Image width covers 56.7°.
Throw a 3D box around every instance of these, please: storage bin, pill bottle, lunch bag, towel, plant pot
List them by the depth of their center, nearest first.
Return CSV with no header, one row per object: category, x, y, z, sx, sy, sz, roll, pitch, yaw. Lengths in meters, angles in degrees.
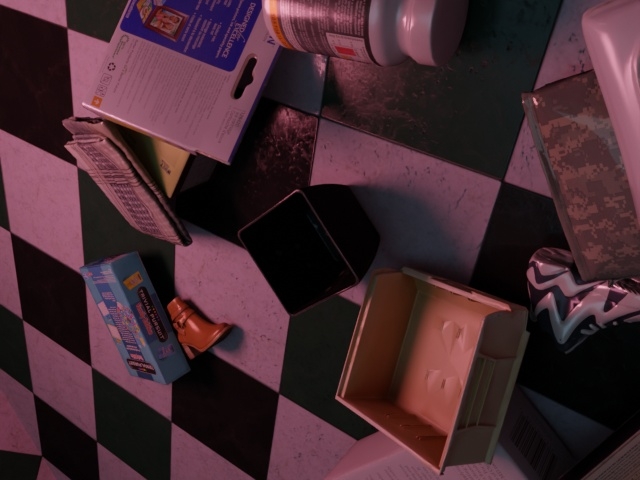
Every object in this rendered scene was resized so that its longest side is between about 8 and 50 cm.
lunch bag,0.423,-0.092,0.751,0.235,0.169,0.287,-13,99,37
pill bottle,0.065,-0.348,0.883,0.278,0.162,0.162,20,122,27
storage bin,0.179,0.195,0.980,0.262,0.123,0.260,20,97,54
plant pot,0.000,0.000,1.092,0.187,0.167,0.188,-31,91,41
towel,-0.435,-0.127,1.292,0.312,0.056,0.324,16,141,53

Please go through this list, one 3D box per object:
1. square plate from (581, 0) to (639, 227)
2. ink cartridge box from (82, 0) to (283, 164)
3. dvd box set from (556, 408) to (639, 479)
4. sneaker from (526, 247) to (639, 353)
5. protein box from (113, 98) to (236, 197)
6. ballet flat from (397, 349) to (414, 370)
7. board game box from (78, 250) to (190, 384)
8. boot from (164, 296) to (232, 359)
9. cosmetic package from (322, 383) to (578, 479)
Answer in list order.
square plate,0.470,-0.127,0.571,0.344,0.049,0.347,-15,93,36
ink cartridge box,-0.226,-0.316,1.054,0.307,0.072,0.303,24,87,9
dvd box set,0.592,0.446,0.866,0.420,0.062,0.307,45,99,9
sneaker,0.424,0.115,0.897,0.235,0.094,0.153,16,121,29
protein box,-0.292,-0.237,1.204,0.200,0.136,0.201,44,129,10
ballet flat,0.157,0.274,1.178,0.077,0.077,0.231,33,122,-9
board game box,-0.491,0.202,1.556,0.254,0.079,0.336,-7,108,52
boot,-0.313,0.203,1.473,0.197,0.073,0.152,-34,86,38
cosmetic package,0.235,0.461,1.147,0.230,0.161,0.453,53,130,4
